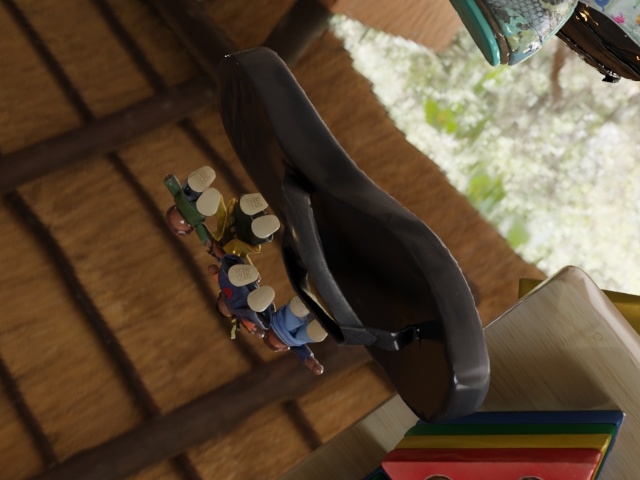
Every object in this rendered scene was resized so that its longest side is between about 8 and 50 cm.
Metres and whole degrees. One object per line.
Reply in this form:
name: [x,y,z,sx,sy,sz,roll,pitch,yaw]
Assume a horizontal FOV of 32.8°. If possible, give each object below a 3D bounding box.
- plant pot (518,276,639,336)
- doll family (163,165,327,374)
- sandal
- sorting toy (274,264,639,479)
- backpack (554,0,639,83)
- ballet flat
plant pot: [0.312,0.152,1.018,0.212,0.187,0.212,12,178,-26]
doll family: [-0.059,0.026,0.864,0.076,0.111,0.193,-20,-98,-25]
sandal: [0.000,0.000,0.564,0.054,0.097,0.254,-20,-130,-22]
sorting toy: [0.107,0.192,0.564,0.257,0.255,0.089,51,-148,5]
backpack: [0.402,-0.347,1.529,0.253,0.191,0.225,24,-173,-29]
ballet flat: [0.068,-0.175,0.570,0.188,0.070,0.070,58,-153,13]
